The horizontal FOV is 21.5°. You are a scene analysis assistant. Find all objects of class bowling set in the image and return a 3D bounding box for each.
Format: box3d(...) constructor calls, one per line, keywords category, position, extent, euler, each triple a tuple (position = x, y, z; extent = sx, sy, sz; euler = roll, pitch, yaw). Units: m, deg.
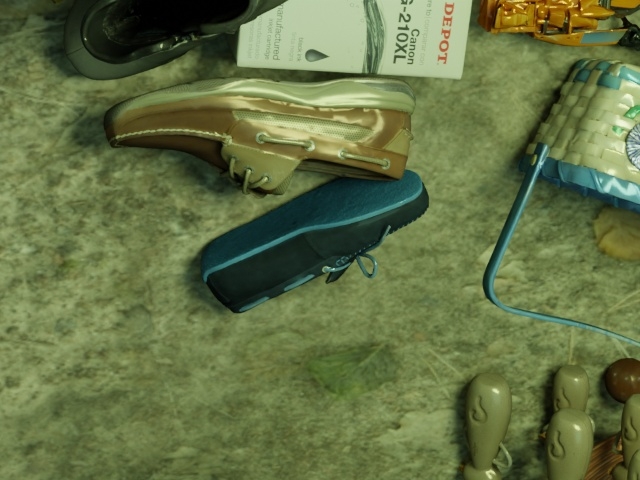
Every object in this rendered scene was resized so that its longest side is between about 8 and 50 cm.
box3d(category="bowling set", position=(0.318, 0.237, 1.913), extent=(0.200, 0.287, 0.154), euler=(-22, 125, -38))

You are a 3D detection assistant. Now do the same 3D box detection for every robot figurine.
box3d(category="robot figurine", position=(0.312, -0.290, 1.754), extent=(0.291, 0.085, 0.211), euler=(-3, 112, -9))

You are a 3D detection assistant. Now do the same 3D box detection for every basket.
box3d(category="basket", position=(0.323, -0.037, 1.788), extent=(0.255, 0.201, 0.289), euler=(15, 97, -16))

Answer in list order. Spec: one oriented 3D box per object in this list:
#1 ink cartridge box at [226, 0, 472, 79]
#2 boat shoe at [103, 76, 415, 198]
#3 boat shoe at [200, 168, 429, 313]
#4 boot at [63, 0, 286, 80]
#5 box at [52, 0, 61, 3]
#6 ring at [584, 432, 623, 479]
box3d(category="ink cartridge box", position=(0.033, -0.262, 1.705), extent=(0.237, 0.100, 0.172), euler=(2, 111, -11))
box3d(category="boat shoe", position=(-0.058, -0.103, 1.723), extent=(0.324, 0.123, 0.116), euler=(-2, 87, -8))
box3d(category="boat shoe", position=(0.000, 0.000, 1.813), extent=(0.258, 0.109, 0.089), euler=(-19, 121, 15))
box3d(category="boot", position=(-0.161, -0.215, 1.561), extent=(0.338, 0.223, 0.118), euler=(-23, 100, 35))
box3d(category="box", position=(-0.198, -0.419, 1.498), extent=(0.279, 0.177, 0.290), euler=(-29, 80, 1))
box3d(category="ring", position=(0.407, 0.366, 2.051), extent=(0.337, 0.032, 0.336), euler=(-4, 111, -10))
